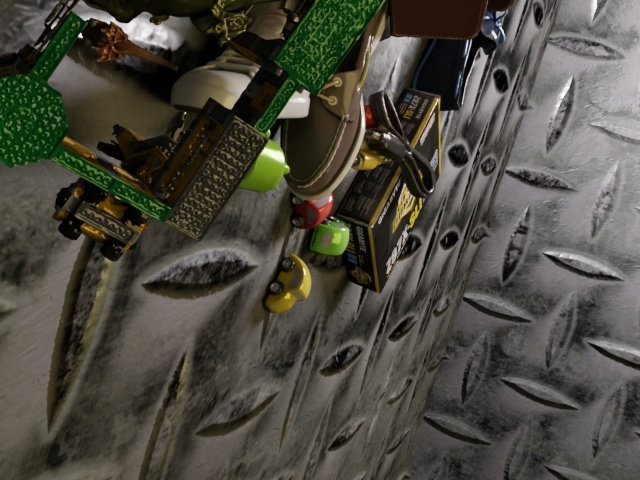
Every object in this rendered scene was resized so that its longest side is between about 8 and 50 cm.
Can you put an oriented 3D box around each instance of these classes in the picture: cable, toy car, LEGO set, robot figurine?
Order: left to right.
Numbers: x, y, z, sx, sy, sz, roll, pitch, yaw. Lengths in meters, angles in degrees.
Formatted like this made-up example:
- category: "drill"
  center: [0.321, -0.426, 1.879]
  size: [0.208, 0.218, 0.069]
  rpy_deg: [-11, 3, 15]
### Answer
- category: "LEGO set"
  center: [-0.125, -0.168, 0.620]
  size: [0.255, 0.192, 0.331]
  rpy_deg: [23, 100, -36]
- category: "robot figurine"
  center: [-0.088, -0.094, 0.944]
  size: [0.101, 0.067, 0.115]
  rpy_deg: [-49, 150, 19]
- category: "toy car"
  center: [0.000, 0.000, 1.307]
  size: [0.225, 0.053, 0.239]
  rpy_deg: [-16, 123, -66]
- category: "cable"
  center: [0.120, -0.161, 1.385]
  size: [0.287, 0.072, 0.140]
  rpy_deg: [24, 68, -59]

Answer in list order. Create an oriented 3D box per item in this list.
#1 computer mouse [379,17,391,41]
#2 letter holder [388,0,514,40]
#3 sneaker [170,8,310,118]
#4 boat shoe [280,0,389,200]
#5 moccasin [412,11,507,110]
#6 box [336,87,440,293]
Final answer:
- category: "computer mouse"
  center: [0.122, -0.399, 1.225]
  size: [0.272, 0.072, 0.188]
  rpy_deg: [-57, 157, -34]
- category: "letter holder"
  center: [0.198, -0.413, 0.990]
  size: [0.302, 0.214, 0.152]
  rpy_deg: [80, 24, -51]
- category: "sneaker"
  center: [-0.078, -0.192, 0.864]
  size: [0.290, 0.105, 0.123]
  rpy_deg: [-43, 144, -72]
- category: "boat shoe"
  center: [0.010, -0.216, 1.043]
  size: [0.096, 0.116, 0.325]
  rpy_deg: [32, 74, -70]
- category: "moccasin"
  center: [0.307, -0.404, 1.607]
  size: [0.342, 0.116, 0.137]
  rpy_deg: [-65, 154, -3]
- category: "box"
  center: [0.143, -0.093, 1.569]
  size: [0.322, 0.079, 0.257]
  rpy_deg: [-61, 160, -25]
